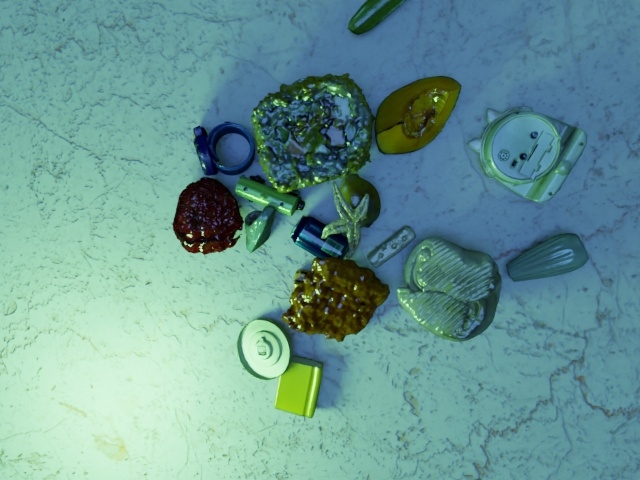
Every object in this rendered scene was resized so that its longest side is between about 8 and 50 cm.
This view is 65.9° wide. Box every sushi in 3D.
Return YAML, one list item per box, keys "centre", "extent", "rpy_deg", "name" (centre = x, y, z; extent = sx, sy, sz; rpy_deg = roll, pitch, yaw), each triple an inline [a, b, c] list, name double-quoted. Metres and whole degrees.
- centre: [-0.022, -0.362, 1.611]
  extent: [0.397, 0.240, 0.351]
  rpy_deg: [-14, 100, 13]
  name: "sushi"

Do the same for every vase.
- centre: [0.751, 0.067, 1.653]
  extent: [0.248, 0.128, 0.128]
  rpy_deg: [-24, 97, 21]
  name: "vase"

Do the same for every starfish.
- centre: [0.076, -0.058, 1.619]
  extent: [0.138, 0.050, 0.247]
  rpy_deg: [18, 114, 10]
  name: "starfish"

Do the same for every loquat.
- centre: [0.128, -0.133, 1.680]
  extent: [0.152, 0.152, 0.195]
  rpy_deg: [-20, 99, 11]
  name: "loquat"

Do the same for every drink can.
- centre: [0.000, 0.000, 1.742]
  extent: [0.205, 0.118, 0.118]
  rpy_deg: [32, 104, 1]
  name: "drink can"

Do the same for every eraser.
- centre: [-0.082, 0.556, 1.887]
  extent: [0.158, 0.069, 0.225]
  rpy_deg: [12, 102, 7]
  name: "eraser"

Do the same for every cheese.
- centre: [0.252, 0.024, 1.751]
  extent: [0.194, 0.043, 0.065]
  rpy_deg: [-40, 98, 11]
  name: "cheese"

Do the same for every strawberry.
- centre: [-0.407, -0.076, 1.716]
  extent: [0.274, 0.220, 0.274]
  rpy_deg: [3, 98, 23]
  name: "strawberry"

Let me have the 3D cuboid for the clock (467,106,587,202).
- centre: [0.653, -0.295, 1.598]
  extent: [0.324, 0.108, 0.265]
  rpy_deg: [27, 104, 2]
  name: "clock"

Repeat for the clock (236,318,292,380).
- centre: [-0.215, 0.412, 1.861]
  extent: [0.235, 0.029, 0.234]
  rpy_deg: [1, 93, 24]
  name: "clock"

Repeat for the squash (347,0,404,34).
- centre: [0.209, -0.768, 1.579]
  extent: [0.292, 0.082, 0.082]
  rpy_deg: [-38, 94, 14]
  name: "squash"

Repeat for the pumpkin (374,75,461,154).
- centre: [0.311, -0.411, 1.634]
  extent: [0.312, 0.169, 0.148]
  rpy_deg: [-27, 55, 9]
  name: "pumpkin"

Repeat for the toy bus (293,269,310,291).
- centre: [-0.070, 0.191, 1.811]
  extent: [0.070, 0.074, 0.162]
  rpy_deg: [10, 103, 7]
  name: "toy bus"

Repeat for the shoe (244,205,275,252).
- centre: [-0.226, -0.050, 1.724]
  extent: [0.100, 0.103, 0.251]
  rpy_deg: [40, 144, 5]
  name: "shoe"

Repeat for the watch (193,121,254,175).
- centre: [-0.331, -0.321, 1.713]
  extent: [0.200, 0.171, 0.196]
  rpy_deg: [-14, 98, -5]
  name: "watch"

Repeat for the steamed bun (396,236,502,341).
- centre: [0.443, 0.172, 1.673]
  extent: [0.324, 0.219, 0.309]
  rpy_deg: [20, 89, 29]
  name: "steamed bun"

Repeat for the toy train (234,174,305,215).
- centre: [-0.181, -0.157, 1.714]
  extent: [0.253, 0.157, 0.105]
  rpy_deg: [22, 101, 5]
  name: "toy train"

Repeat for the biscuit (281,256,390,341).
- centre: [0.059, 0.211, 1.730]
  extent: [0.318, 0.110, 0.312]
  rpy_deg: [22, 114, -29]
  name: "biscuit"
